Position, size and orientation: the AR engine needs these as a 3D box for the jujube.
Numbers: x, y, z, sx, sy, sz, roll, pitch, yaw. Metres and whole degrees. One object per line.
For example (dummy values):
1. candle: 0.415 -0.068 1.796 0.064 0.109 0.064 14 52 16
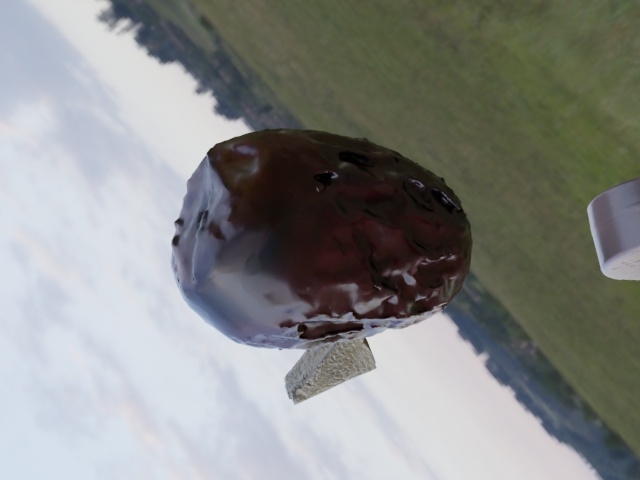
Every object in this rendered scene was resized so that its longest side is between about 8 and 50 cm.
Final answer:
1. jujube: 0.000 0.000 1.276 0.377 0.258 0.258 0 -139 -40

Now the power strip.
1. power strip: 0.360 -0.017 1.124 0.154 0.154 0.078 42 -142 -65

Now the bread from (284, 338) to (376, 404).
1. bread: 0.002 0.168 1.653 0.077 0.152 0.105 -124 11 -64
